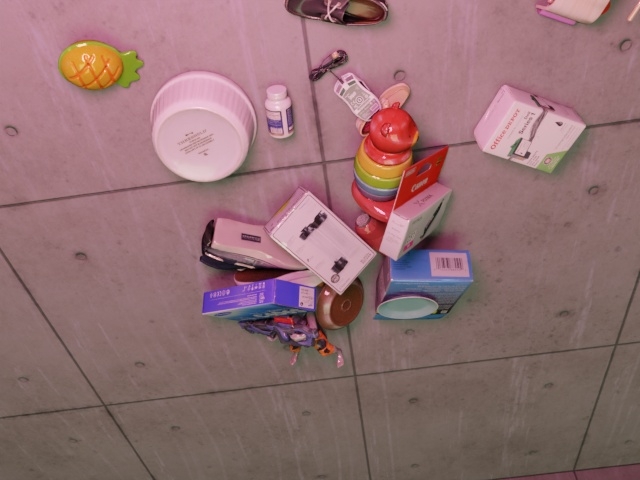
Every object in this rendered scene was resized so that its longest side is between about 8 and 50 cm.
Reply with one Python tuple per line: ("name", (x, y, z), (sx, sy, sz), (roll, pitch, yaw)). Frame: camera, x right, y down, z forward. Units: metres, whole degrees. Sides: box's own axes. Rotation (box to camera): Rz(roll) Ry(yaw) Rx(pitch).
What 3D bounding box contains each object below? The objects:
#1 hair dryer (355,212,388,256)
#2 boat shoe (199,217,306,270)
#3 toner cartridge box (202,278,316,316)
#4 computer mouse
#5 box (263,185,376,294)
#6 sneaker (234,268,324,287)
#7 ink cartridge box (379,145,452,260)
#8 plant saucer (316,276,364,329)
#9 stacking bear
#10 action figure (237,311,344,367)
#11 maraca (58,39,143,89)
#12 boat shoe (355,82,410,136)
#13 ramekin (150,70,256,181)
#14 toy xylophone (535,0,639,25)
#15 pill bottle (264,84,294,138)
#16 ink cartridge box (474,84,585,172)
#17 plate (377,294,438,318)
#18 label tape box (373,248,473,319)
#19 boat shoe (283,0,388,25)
("hair dryer", (0.212, -0.053, 1.715), (0.223, 0.080, 0.294), (2, 133, -8))
("boat shoe", (-0.198, 0.034, 1.757), (0.340, 0.127, 0.158), (17, 147, -21))
("toner cartridge box", (-0.192, 0.185, 1.780), (0.165, 0.075, 0.347), (18, 157, -42))
("computer mouse", (0.071, -0.370, 1.439), (0.106, 0.042, 0.193), (-40, 110, 21))
("box", (0.000, 0.000, 1.677), (0.290, 0.087, 0.169), (40, 91, -24))
("sneaker", (-0.121, 0.131, 1.837), (0.289, 0.106, 0.123), (-6, 129, 0))
("ink cartridge box", (0.271, -0.103, 1.550), (0.060, 0.275, 0.239), (30, 126, 23))
("plant saucer", (0.074, 0.202, 1.884), (0.198, 0.036, 0.199), (-16, 117, -36))
("stacking bear", (0.168, -0.210, 1.479), (0.164, 0.175, 0.289), (25, 148, 13))
("action figure", (-0.095, 0.287, 1.979), (0.341, 0.179, 0.330), (8, 137, 34))
("maraca", (-0.503, -0.400, 1.350), (0.185, 0.099, 0.127), (-4, 148, -34))
("boat shoe", (0.161, -0.323, 1.484), (0.063, 0.059, 0.170), (32, 123, -29))
("ramekin", (-0.293, -0.267, 1.458), (0.272, 0.127, 0.273), (-2, 132, -2))
("toy xylophone", (0.619, -0.600, 1.255), (0.236, 0.081, 0.323), (18, 128, -19))
("pill bottle", (-0.103, -0.321, 1.463), (0.067, 0.067, 0.120), (-5, 132, 0))
("ink cartridge box", (0.536, -0.286, 1.521), (0.219, 0.093, 0.160), (13, 129, -16))
("plate", (0.268, 0.201, 1.815), (0.188, 0.024, 0.188), (-1, 152, 0))
("label tape box", (0.309, 0.148, 1.864), (0.248, 0.115, 0.348), (1, 155, -5))
("boat shoe", (0.035, -0.517, 1.293), (0.232, 0.079, 0.084), (4, 133, -5))
